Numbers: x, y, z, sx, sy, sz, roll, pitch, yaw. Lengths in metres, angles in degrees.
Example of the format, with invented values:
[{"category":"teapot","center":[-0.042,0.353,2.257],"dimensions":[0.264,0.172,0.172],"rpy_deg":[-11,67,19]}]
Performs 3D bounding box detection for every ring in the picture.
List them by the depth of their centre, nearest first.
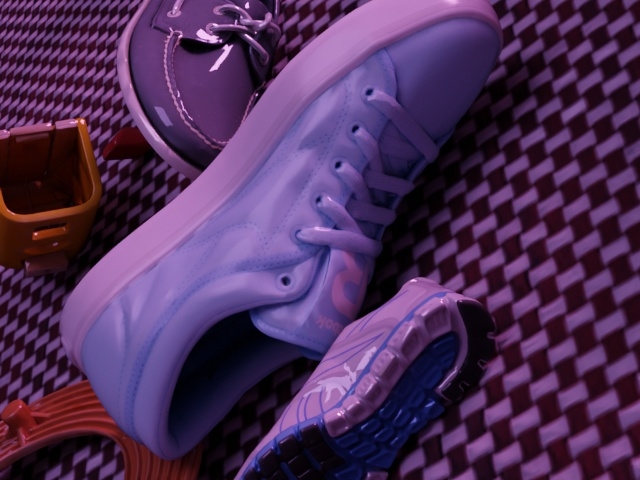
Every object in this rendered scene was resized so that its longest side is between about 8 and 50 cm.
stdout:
[{"category":"ring","center":[-0.227,0.206,0.979],"dimensions":[0.337,0.032,0.336],"rpy_deg":[-28,27,16]}]

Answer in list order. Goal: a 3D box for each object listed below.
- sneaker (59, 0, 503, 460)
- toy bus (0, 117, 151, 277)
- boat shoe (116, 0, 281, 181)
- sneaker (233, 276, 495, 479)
[{"category":"sneaker","center":[0.000,0.000,0.923],"dimensions":[0.366,0.135,0.150],"rpy_deg":[-45,55,12]},{"category":"toy bus","center":[-0.245,-0.023,1.227],"dimensions":[0.191,0.202,0.104],"rpy_deg":[-25,72,25]},{"category":"boat shoe","center":[-0.087,-0.176,1.177],"dimensions":[0.099,0.116,0.319],"rpy_deg":[-37,31,28]},{"category":"sneaker","center":[0.017,0.096,0.848],"dimensions":[0.191,0.071,0.083],"rpy_deg":[-43,27,0]}]
